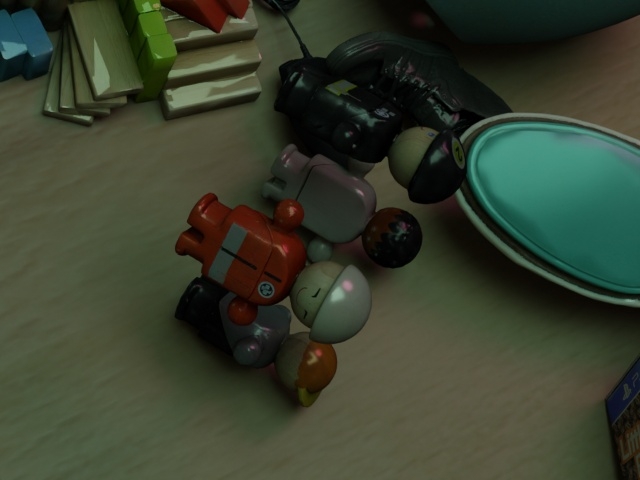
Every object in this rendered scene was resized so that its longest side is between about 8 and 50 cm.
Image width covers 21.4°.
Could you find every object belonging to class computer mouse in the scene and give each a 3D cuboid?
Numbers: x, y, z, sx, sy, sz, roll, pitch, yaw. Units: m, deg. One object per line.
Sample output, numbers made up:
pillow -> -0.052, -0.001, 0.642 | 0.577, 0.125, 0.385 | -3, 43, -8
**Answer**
computer mouse -> -0.025, -0.158, 1.418 | 0.071, 0.041, 0.242 | -9, 65, -35

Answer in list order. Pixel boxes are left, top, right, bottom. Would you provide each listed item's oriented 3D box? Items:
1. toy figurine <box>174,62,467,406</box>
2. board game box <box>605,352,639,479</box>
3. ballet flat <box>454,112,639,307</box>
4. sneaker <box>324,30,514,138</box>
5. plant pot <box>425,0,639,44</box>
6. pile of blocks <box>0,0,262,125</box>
toy figurine -> 0.000, 0.000, 1.265 | 0.148, 0.209, 0.213 | 29, 63, 8
board game box -> 0.377, 0.216, 1.299 | 0.232, 0.141, 0.291 | 2, 56, -15
ballet flat -> 0.289, -0.002, 1.401 | 0.400, 0.139, 0.139 | 14, 66, -5
sneaker -> 0.085, -0.123, 1.408 | 0.170, 0.051, 0.089 | -3, 59, -44
plant pot -> 0.157, -0.275, 1.409 | 0.195, 0.290, 0.290 | -38, 83, 11
pile of blocks -> -0.210, -0.187, 1.328 | 0.362, 0.112, 0.149 | 10, 67, -12
